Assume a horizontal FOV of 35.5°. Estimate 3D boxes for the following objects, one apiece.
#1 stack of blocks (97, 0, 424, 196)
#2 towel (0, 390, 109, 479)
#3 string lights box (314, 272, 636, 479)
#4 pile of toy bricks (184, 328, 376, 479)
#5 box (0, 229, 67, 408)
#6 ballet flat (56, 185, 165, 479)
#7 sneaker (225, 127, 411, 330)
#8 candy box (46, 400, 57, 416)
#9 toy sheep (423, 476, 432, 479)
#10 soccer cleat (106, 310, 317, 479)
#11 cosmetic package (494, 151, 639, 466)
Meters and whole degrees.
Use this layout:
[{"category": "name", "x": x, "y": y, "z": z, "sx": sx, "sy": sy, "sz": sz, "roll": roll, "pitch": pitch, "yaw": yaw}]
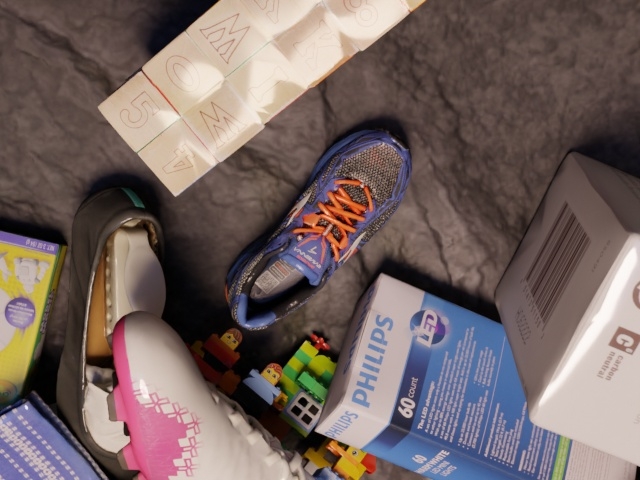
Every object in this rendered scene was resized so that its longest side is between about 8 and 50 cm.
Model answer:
[{"category": "stack of blocks", "x": -0.011, "y": -0.175, "z": 0.743, "sx": 0.297, "sy": 0.171, "sz": 0.087, "roll": -37, "pitch": 104, "yaw": 15}, {"category": "towel", "x": -0.318, "y": 0.303, "z": 0.854, "sx": 0.336, "sy": 0.040, "sz": 0.243, "roll": -31, "pitch": 109, "yaw": 3}, {"category": "string lights box", "x": 0.141, "y": 0.144, "z": 0.860, "sx": 0.260, "sy": 0.133, "sz": 0.076, "roll": 24, "pitch": 147, "yaw": -5}, {"category": "pile of toy bricks", "x": -0.022, "y": 0.136, "z": 0.901, "sx": 0.212, "sy": 0.118, "sz": 0.105, "roll": 40, "pitch": 68, "yaw": 0}, {"category": "box", "x": -0.297, "y": 0.079, "z": 0.881, "sx": 0.105, "sy": 0.043, "sz": 0.179, "roll": 13, "pitch": 89, "yaw": -2}, {"category": "ballet flat", "x": -0.173, "y": 0.095, "z": 0.853, "sx": 0.095, "sy": 0.096, "sz": 0.280, "roll": -7, "pitch": 102, "yaw": -35}, {"category": "sneaker", "x": 0.000, "y": 0.000, "z": 0.847, "sx": 0.083, "sy": 0.087, "sz": 0.221, "roll": 36, "pitch": 107, "yaw": -10}, {"category": "candy box", "x": -0.300, "y": 0.256, "z": 0.923, "sx": 0.196, "sy": 0.070, "sz": 0.164, "roll": -16, "pitch": 109, "yaw": -17}, {"category": "toy sheep", "x": 0.140, "y": 0.215, "z": 0.919, "sx": 0.132, "sy": 0.091, "sz": 0.091, "roll": -14, "pitch": 108, "yaw": 2}, {"category": "soccer cleat", "x": -0.072, "y": 0.178, "z": 0.801, "sx": 0.143, "sy": 0.116, "sz": 0.331, "roll": -12, "pitch": 126, "yaw": -2}, {"category": "cosmetic package", "x": 0.385, "y": 0.108, "z": 0.795, "sx": 0.453, "sy": 0.230, "sz": 0.161, "roll": 22, "pitch": 109, "yaw": -4}]
